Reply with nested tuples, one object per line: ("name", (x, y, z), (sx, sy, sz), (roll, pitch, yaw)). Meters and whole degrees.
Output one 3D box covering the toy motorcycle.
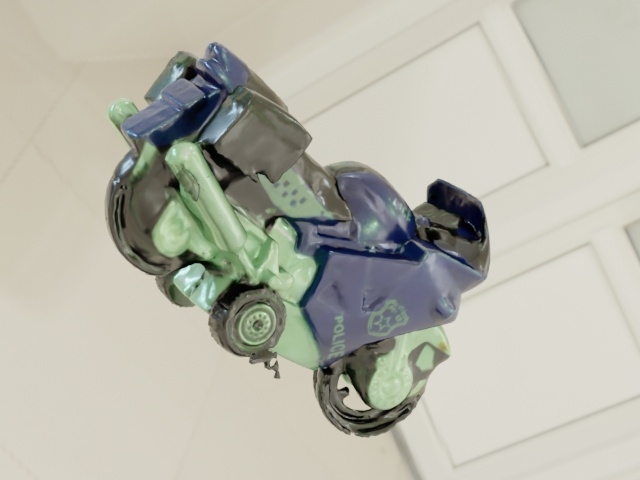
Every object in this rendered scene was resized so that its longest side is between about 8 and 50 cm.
("toy motorcycle", (0.000, 0.000, 0.883), (0.331, 0.196, 0.125), (43, -5, -36))
